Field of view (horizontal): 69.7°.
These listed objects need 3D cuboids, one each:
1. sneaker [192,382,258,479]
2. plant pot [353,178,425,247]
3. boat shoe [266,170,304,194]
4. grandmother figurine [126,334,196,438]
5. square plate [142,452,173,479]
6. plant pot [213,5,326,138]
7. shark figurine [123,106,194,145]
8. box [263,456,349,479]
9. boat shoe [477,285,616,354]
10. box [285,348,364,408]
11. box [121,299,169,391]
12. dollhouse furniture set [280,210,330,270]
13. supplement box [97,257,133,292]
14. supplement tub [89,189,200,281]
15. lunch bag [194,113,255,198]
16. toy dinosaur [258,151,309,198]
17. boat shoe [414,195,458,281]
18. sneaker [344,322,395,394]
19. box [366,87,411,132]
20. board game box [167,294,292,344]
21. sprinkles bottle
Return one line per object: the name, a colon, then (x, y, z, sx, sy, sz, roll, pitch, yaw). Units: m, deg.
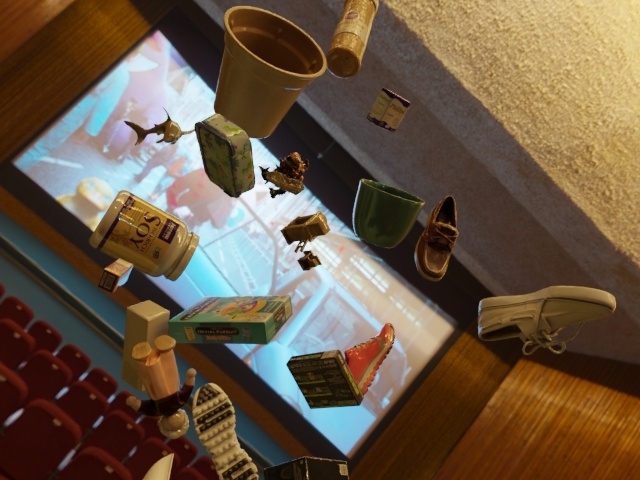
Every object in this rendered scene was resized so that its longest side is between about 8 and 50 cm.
sneaker: (-0.266, 0.529, 1.224, 0.292, 0.110, 0.118, 66, -25, 14)
plant pot: (0.274, -0.106, 1.996, 0.292, 0.235, 0.293, 17, 15, -5)
boat shoe: (-0.122, -0.186, 1.532, 0.153, 0.048, 0.056, 11, 47, -45)
grandmother figurine: (-0.475, 0.461, 1.388, 0.104, 0.207, 0.343, -128, -152, -61)
square plate: (-0.417, 0.653, 0.900, 0.049, 0.347, 0.344, 32, 6, -14)
plant pot: (-0.194, -0.511, 1.479, 0.333, 0.334, 0.305, 41, -48, 4)
shark figurine: (-0.572, -0.420, 1.655, 0.278, 0.166, 0.116, 15, -49, 39)
box: (-0.044, 0.834, 1.603, 0.261, 0.184, 0.103, 35, 38, -45)
boat shoe: (0.543, 0.216, 1.154, 0.135, 0.157, 0.367, 29, -26, -25)
box: (0.012, 0.431, 1.413, 0.190, 0.045, 0.184, -18, -72, 32)
box: (-0.582, 0.349, 1.523, 0.113, 0.275, 0.094, 22, 20, 26)
dollhouse furniture set: (0.000, 0.000, 1.399, 0.181, 0.101, 0.161, -8, -63, 48)
supplement box: (-0.516, 0.087, 1.158, 0.043, 0.055, 0.083, 26, 15, -6)
supplement tub: (-0.648, -0.010, 1.713, 0.331, 0.241, 0.241, 31, -6, -23)
lunch bag: (-0.274, -0.240, 1.318, 0.176, 0.090, 0.219, 38, -32, 26)
toy dinosaur: (-0.148, -0.287, 2.115, 0.322, 0.218, 0.164, 78, -14, -53)
boat shoe: (0.423, -0.018, 1.622, 0.123, 0.342, 0.123, 22, -35, 4)
sneaker: (0.162, 0.413, 1.672, 0.136, 0.314, 0.116, 34, -25, 4)
box: (0.273, -0.518, 1.836, 0.126, 0.137, 0.072, 4, 31, -49)
board game box: (-0.293, 0.260, 1.543, 0.335, 0.079, 0.254, -2, 11, 15)
sprinkles bottle: (0.113, -0.720, 1.582, 0.121, 0.356, 0.121, 11, -29, 6)
